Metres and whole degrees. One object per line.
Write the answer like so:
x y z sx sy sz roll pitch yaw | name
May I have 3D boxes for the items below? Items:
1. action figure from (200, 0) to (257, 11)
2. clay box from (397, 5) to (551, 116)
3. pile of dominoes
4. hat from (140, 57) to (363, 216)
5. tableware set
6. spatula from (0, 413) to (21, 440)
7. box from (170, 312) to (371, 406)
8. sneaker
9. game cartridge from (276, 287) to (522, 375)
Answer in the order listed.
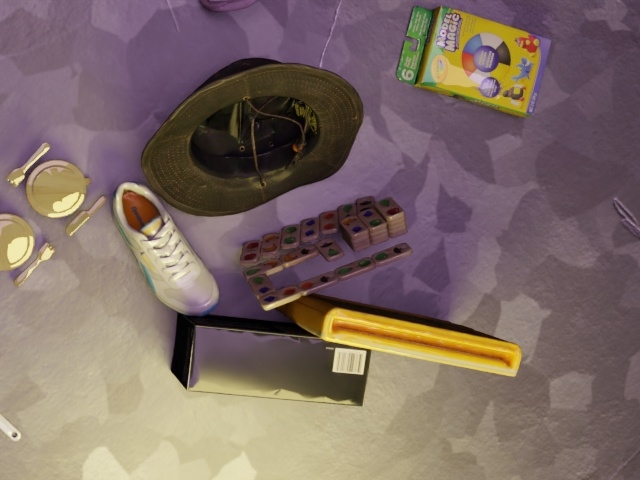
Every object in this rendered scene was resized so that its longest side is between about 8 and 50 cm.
-0.067 -0.549 1.894 0.370 0.248 0.275 -59 139 -29 | action figure
0.241 -0.284 2.047 0.222 0.053 0.127 14 89 -14 | clay box
0.000 0.000 1.930 0.251 0.196 0.040 -21 121 -12 | pile of dominoes
-0.110 -0.183 1.909 0.331 0.331 0.134 -11 57 -13 | hat
-0.426 -0.041 1.908 0.194 0.039 0.128 -45 113 -2 | tableware set
-0.564 0.249 1.896 0.168 0.019 0.242 -45 101 -9 | spatula
-0.077 0.173 1.925 0.261 0.184 0.103 7 94 -13 | box
-0.231 0.014 1.895 0.087 0.092 0.228 -37 80 -13 | sneaker
0.103 0.125 1.894 0.285 0.324 0.052 12 92 -14 | game cartridge
